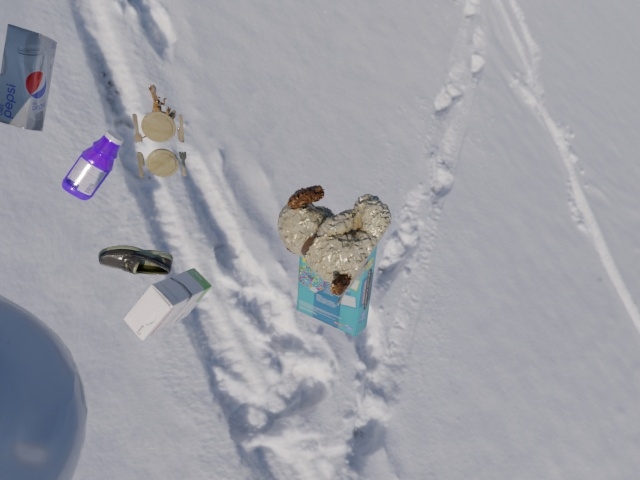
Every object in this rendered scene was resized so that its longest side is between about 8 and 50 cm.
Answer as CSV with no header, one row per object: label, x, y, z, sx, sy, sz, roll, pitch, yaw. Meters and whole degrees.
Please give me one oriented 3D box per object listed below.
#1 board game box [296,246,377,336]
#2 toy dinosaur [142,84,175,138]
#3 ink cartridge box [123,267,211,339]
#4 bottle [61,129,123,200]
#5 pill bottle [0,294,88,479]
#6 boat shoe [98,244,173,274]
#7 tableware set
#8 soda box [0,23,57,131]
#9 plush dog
board game box,0.048,0.123,1.358,0.079,0.253,0.336,-27,129,-51
toy dinosaur,-0.627,-0.484,1.554,0.112,0.064,0.212,11,102,9
ink cartridge box,-0.574,0.235,1.537,0.115,0.198,0.273,45,16,5
bottle,-0.860,-0.290,1.537,0.118,0.283,0.092,35,11,-28
pill bottle,-0.362,0.223,0.277,0.224,0.392,0.224,39,18,-15
boat shoe,-0.590,0.070,1.291,0.223,0.080,0.073,7,37,-23
tableware set,-0.440,-0.267,1.114,0.128,0.194,0.039,-5,40,-19
soda box,-0.899,-0.488,1.229,0.097,0.091,0.287,16,99,-6
plush dog,0.000,0.000,0.908,0.225,0.263,0.210,33,49,12
